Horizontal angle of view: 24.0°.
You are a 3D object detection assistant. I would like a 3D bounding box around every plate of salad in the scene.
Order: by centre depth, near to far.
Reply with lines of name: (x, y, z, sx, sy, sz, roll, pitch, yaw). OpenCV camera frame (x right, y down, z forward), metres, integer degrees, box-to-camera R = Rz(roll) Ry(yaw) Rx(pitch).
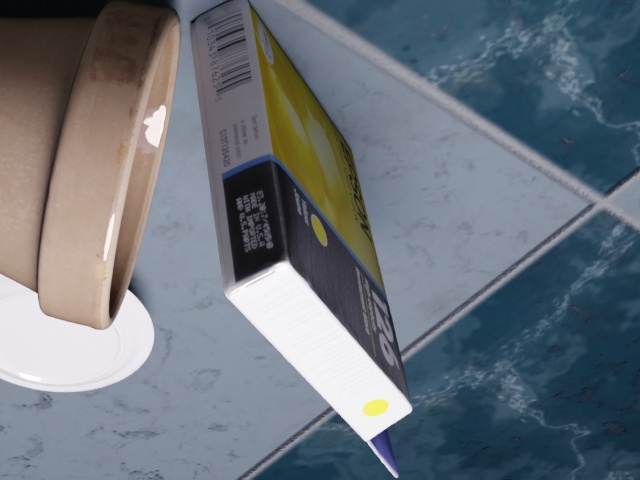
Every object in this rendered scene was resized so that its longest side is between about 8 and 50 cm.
plate of salad: (-0.263, 0.081, 1.484, 0.199, 0.048, 0.200, 1, 136, 1)

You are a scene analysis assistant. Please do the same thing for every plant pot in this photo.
plant pot: (-0.248, -0.079, 1.194, 0.229, 0.263, 0.263, 13, 134, -3)

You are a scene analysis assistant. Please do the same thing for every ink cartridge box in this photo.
ink cartridge box: (0.000, 0.000, 1.273, 0.072, 0.304, 0.307, -26, 137, 15)
